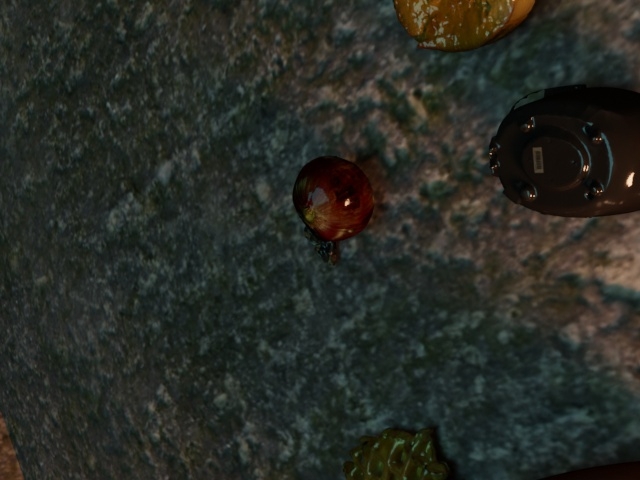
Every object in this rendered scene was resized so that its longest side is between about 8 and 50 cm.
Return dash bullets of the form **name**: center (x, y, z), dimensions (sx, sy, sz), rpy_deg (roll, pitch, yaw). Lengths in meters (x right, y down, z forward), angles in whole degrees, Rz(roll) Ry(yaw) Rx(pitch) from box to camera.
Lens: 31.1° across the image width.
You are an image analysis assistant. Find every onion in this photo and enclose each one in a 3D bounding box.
- **onion**: center (0.020, -0.061, 1.551), dimensions (0.117, 0.119, 0.118), rpy_deg (38, 137, -4)

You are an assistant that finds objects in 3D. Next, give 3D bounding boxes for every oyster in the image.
- **oyster**: center (0.001, 0.003, 1.659), dimensions (0.083, 0.019, 0.054), rpy_deg (59, 139, 22)

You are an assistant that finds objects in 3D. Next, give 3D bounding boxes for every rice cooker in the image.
- **rice cooker**: center (0.270, -0.091, 1.203), dimensions (0.203, 0.118, 0.142), rpy_deg (4, 104, 48)

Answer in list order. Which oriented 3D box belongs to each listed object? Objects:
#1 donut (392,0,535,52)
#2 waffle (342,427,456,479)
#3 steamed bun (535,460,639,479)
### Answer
- **donut**: center (0.169, -0.303, 1.311), dimensions (0.190, 0.074, 0.174), rpy_deg (-11, 91, 49)
- **waffle**: center (0.120, 0.382, 1.595), dimensions (0.254, 0.052, 0.245), rpy_deg (-30, 75, 52)
- **steamed bun**: center (0.282, 0.366, 1.216), dimensions (0.379, 0.248, 0.235), rpy_deg (-28, 77, 53)
